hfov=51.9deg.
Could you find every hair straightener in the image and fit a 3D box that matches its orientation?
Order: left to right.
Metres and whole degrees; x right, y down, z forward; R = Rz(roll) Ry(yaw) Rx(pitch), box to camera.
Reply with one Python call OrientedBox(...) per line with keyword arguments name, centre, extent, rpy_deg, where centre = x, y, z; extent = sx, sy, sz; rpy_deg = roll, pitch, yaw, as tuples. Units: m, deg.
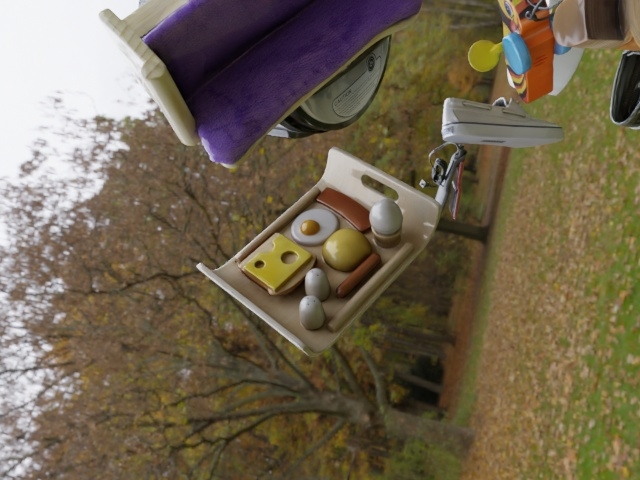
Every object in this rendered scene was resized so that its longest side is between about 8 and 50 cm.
OrientedBox(name="hair straightener", centre=(0.254, -0.119, 1.366), extent=(0.230, 0.088, 0.047), rpy_deg=(89, 171, -56))

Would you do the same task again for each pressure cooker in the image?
OrientedBox(name="pressure cooker", centre=(-0.069, -0.376, 1.169), extent=(0.375, 0.420, 0.370), rpy_deg=(11, -88, -55))

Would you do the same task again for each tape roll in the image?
OrientedBox(name="tape roll", centre=(0.502, -0.470, 1.448), extent=(0.286, 0.100, 0.287), rpy_deg=(-170, 90, -90))

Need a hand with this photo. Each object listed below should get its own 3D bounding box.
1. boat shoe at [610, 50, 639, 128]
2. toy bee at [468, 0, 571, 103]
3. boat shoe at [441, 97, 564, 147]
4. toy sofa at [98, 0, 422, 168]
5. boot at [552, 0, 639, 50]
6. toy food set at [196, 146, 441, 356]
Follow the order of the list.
OrientedBox(name="boat shoe", centre=(0.711, -0.399, 1.402), extent=(0.119, 0.121, 0.336), rpy_deg=(-15, -62, -42))
OrientedBox(name="toy bee", centre=(0.355, -0.374, 1.109), extent=(0.298, 0.195, 0.162), rpy_deg=(105, 145, -63))
OrientedBox(name="boat shoe", centre=(0.356, -0.232, 1.276), extent=(0.096, 0.267, 0.088), rpy_deg=(168, 101, -75))
OrientedBox(name="toy sofa", centre=(-0.050, -0.269, 0.766), extent=(0.362, 0.177, 0.150), rpy_deg=(-40, -18, -9))
OrientedBox(name="boot", centre=(0.302, -0.187, 0.513), extent=(0.197, 0.152, 0.073), rpy_deg=(-138, 41, -67))
OrientedBox(name="toy food set", centre=(0.000, 0.000, 0.958), extent=(0.306, 0.219, 0.092), rpy_deg=(-42, -32, -25))
